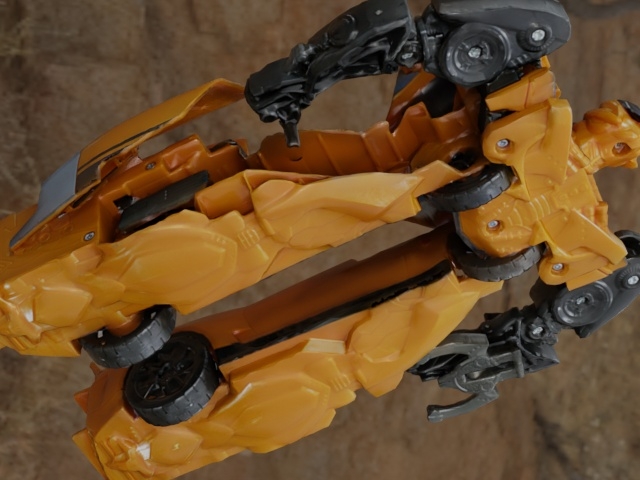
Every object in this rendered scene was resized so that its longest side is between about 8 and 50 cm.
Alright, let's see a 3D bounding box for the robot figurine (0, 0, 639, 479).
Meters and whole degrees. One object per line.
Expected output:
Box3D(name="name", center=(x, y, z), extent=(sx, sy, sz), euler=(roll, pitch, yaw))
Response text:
Box3D(name="robot figurine", center=(0.000, 0.000, 0.548), extent=(0.085, 0.291, 0.211), euler=(-103, 166, -51))
